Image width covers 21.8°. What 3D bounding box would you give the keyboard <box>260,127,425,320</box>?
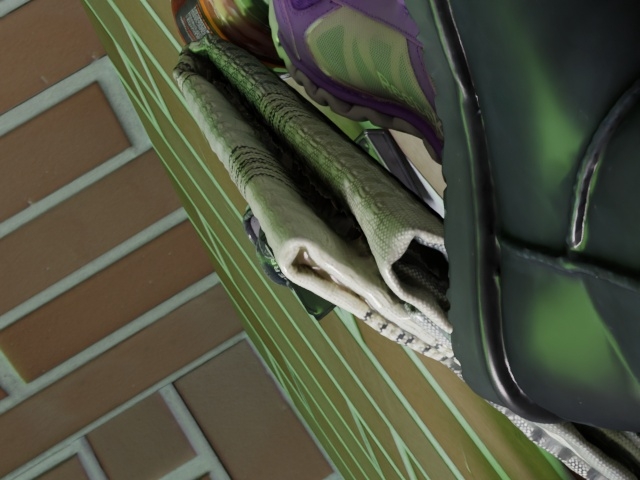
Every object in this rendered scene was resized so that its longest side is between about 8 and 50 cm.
[{"bbox_3d":[0.011,-0.021,1.193,0.108,0.023,0.180,58,144,8],"label":"keyboard"}]

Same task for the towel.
[{"bbox_3d":[0.077,0.043,0.769,0.312,0.056,0.324,39,-177,-25],"label":"towel"}]

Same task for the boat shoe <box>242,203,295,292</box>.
[{"bbox_3d":[0.000,0.000,1.331,0.108,0.102,0.301,61,172,-18],"label":"boat shoe"}]

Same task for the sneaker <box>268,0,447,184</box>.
[{"bbox_3d":[0.055,-0.089,0.703,0.236,0.095,0.104,45,160,41],"label":"sneaker"}]

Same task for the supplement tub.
[{"bbox_3d":[-0.021,-0.141,0.899,0.106,0.106,0.198,60,172,-7],"label":"supplement tub"}]

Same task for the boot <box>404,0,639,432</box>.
[{"bbox_3d":[0.117,-0.046,0.448,0.207,0.094,0.246,10,109,55],"label":"boot"}]
